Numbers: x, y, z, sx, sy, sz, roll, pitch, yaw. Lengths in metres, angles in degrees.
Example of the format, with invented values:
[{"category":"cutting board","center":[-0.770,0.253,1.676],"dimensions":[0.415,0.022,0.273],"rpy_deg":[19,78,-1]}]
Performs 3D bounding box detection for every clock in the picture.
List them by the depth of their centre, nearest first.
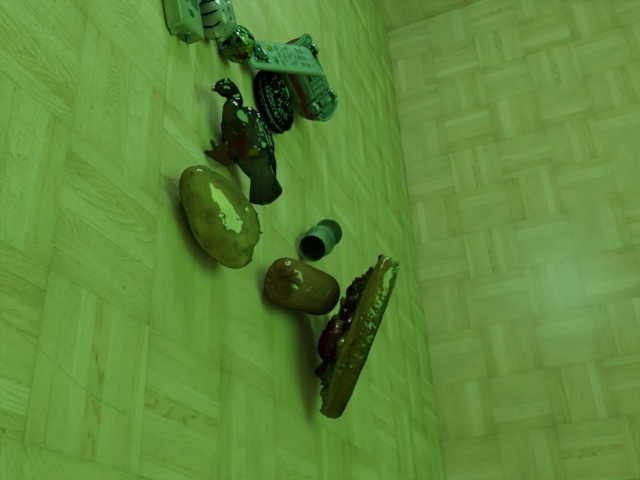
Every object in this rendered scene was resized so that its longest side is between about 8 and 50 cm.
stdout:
[{"category":"clock","center":[-0.265,-0.567,1.707],"dimensions":[0.117,0.079,0.176],"rpy_deg":[14,63,-71]}]

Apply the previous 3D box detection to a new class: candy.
[{"category":"candy","center":[-0.248,-0.594,1.807],"dimensions":[0.091,0.083,0.306],"rpy_deg":[-21,89,-35]}]

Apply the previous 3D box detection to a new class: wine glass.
[{"category":"wine glass","center":[0.000,0.000,2.076],"dimensions":[0.202,0.092,0.093],"rpy_deg":[-39,114,-70]}]

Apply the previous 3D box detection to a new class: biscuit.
[{"category":"biscuit","center":[-0.131,-0.399,2.033],"dimensions":[0.194,0.053,0.195],"rpy_deg":[-15,90,-72]}]

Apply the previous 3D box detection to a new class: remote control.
[{"category":"remote control","center":[-0.109,-0.510,2.018],"dimensions":[0.293,0.051,0.103],"rpy_deg":[-6,61,-48]}]

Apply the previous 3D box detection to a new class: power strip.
[{"category":"power strip","center":[-0.327,-0.613,1.616],"dimensions":[0.106,0.043,0.368],"rpy_deg":[15,63,-69]}]

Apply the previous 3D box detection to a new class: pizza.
[{"category":"pizza","center":[0.062,0.250,1.943],"dimensions":[0.406,0.130,0.440],"rpy_deg":[152,-38,-77]}]

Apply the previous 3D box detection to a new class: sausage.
[{"category":"sausage","center":[-0.044,0.120,1.807],"dimensions":[0.304,0.121,0.121],"rpy_deg":[27,51,-65]}]

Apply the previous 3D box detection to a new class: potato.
[{"category":"potato","center":[-0.199,-0.051,1.455],"dimensions":[0.161,0.128,0.235],"rpy_deg":[-57,125,-72]}]

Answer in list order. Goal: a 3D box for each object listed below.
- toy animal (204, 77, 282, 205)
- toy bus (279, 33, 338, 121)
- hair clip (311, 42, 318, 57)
[{"category":"toy animal","center":[-0.176,-0.228,1.659],"dimensions":[0.298,0.122,0.185],"rpy_deg":[59,20,-23]},{"category":"toy bus","center":[-0.046,-0.497,2.223],"dimensions":[0.121,0.119,0.265],"rpy_deg":[-46,123,-34]},{"category":"hair clip","center":[-0.028,-0.585,2.463],"dimensions":[0.106,0.084,0.292],"rpy_deg":[81,0,-61]}]
